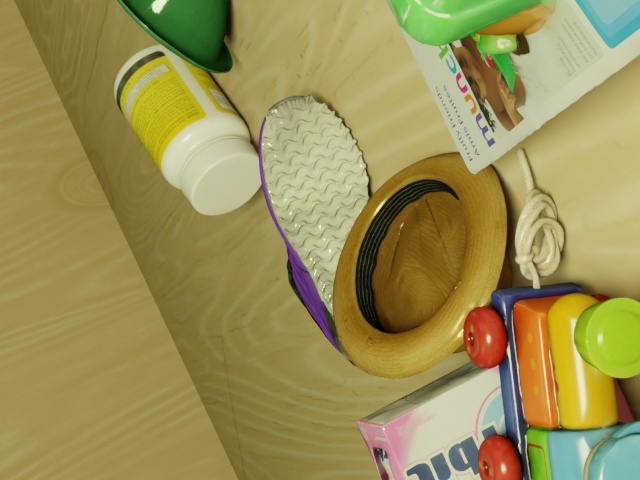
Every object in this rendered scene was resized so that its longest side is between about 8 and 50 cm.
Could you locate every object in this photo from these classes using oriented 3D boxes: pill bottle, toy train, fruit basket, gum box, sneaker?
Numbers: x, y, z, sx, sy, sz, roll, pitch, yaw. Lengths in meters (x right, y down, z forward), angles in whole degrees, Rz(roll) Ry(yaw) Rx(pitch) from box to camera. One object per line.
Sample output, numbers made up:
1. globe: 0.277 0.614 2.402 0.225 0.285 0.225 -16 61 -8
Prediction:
1. pill bottle: -0.160 -0.136 1.334 0.208 0.119 0.119 54 159 31
2. toy train: 0.161 0.053 0.690 0.143 0.105 0.248 158 106 -77
3. fruit basket: 0.047 -0.208 0.604 0.327 0.165 0.353 64 165 3
4. gum box: 0.127 0.143 0.784 0.107 0.188 0.062 66 164 -1
5. sneaker: -0.001 0.001 1.095 0.293 0.102 0.146 68 162 -10

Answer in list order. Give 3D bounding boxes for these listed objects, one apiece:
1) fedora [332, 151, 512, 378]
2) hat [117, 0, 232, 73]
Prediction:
1. fedora: 0.092 0.026 0.851 0.079 0.194 0.194 30 -176 -35
2. hat: -0.114 -0.306 1.146 0.208 0.183 0.173 22 -149 -49
